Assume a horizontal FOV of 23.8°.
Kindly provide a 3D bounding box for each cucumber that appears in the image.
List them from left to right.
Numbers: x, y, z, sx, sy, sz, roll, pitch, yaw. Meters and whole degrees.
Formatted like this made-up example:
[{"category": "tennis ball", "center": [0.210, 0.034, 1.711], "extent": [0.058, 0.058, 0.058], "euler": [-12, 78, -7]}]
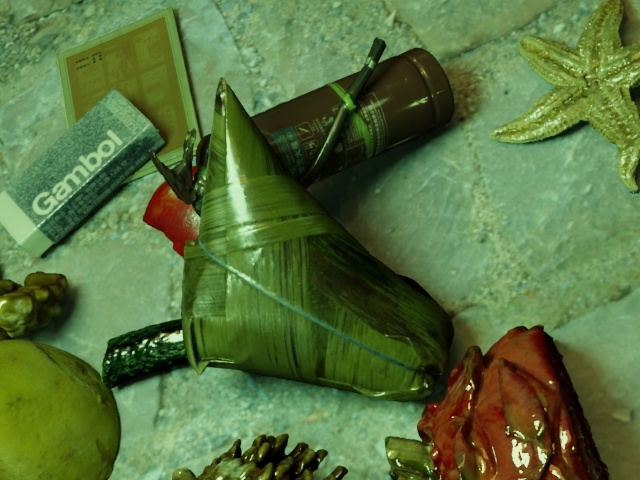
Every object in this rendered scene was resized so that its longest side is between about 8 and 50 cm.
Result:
[{"category": "cucumber", "center": [-0.138, 0.110, 1.651], "extent": [0.214, 0.052, 0.058], "euler": [-14, 84, 14]}]

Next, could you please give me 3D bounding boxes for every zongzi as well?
[{"category": "zongzi", "center": [0.000, 0.000, 1.506], "extent": [0.286, 0.138, 0.300], "euler": [9, 107, 12]}]

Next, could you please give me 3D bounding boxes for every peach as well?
[{"category": "peach", "center": [-0.122, -0.033, 1.707], "extent": [0.151, 0.151, 0.118], "euler": [-37, 96, -3]}]

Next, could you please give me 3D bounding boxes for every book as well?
[{"category": "book", "center": [-0.242, -0.173, 1.901], "extent": [0.170, 0.018, 0.242], "euler": [-21, 54, 10]}]

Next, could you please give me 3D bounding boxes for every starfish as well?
[{"category": "starfish", "center": [0.294, -0.168, 1.652], "extent": [0.235, 0.062, 0.277], "euler": [-13, 59, 22]}]

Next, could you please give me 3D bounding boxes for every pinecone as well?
[{"category": "pinecone", "center": [-0.040, 0.277, 1.424], "extent": [0.212, 0.168, 0.186], "euler": [12, 62, 29]}]

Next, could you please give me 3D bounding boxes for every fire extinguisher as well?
[{"category": "fire extinguisher", "center": [-0.021, -0.116, 1.626], "extent": [0.341, 0.141, 0.105], "euler": [-24, 30, -22]}]

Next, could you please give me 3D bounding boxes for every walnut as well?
[{"category": "walnut", "center": [-0.359, 0.081, 1.718], "extent": [0.143, 0.170, 0.069], "euler": [-14, 97, 11]}]

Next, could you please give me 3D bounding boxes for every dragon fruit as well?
[{"category": "dragon fruit", "center": [0.152, 0.215, 1.394], "extent": [0.205, 0.152, 0.317], "euler": [-24, 53, 9]}]

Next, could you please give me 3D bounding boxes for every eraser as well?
[{"category": "eraser", "center": [-0.293, -0.081, 1.826], "extent": [0.212, 0.046, 0.092], "euler": [-43, 53, -4]}]

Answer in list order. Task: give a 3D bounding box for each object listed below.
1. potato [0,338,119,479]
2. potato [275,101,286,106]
[{"category": "potato", "center": [-0.327, 0.184, 1.625], "extent": [0.178, 0.158, 0.203], "euler": [-17, 58, 14]}, {"category": "potato", "center": [-0.053, -0.124, 1.770], "extent": [0.092, 0.045, 0.046], "euler": [-48, 17, -14]}]
